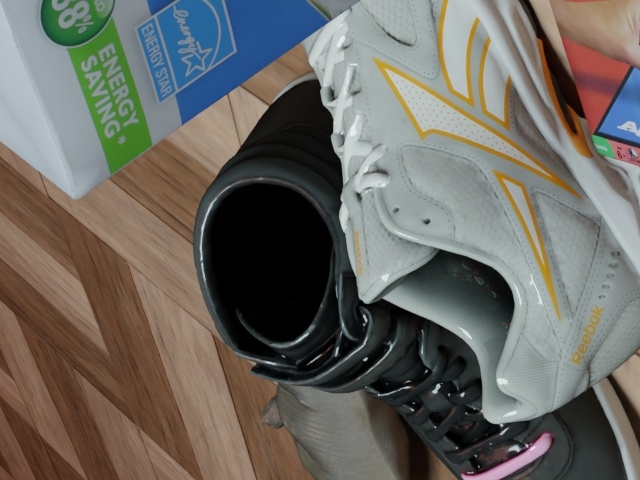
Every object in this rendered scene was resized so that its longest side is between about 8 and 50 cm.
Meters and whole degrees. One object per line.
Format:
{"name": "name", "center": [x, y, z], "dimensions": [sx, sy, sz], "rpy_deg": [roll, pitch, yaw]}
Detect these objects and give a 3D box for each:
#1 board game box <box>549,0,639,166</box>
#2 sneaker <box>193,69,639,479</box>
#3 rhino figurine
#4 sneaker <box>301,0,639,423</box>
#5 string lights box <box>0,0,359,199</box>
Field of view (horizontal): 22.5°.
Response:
{"name": "board game box", "center": [0.175, -0.061, 0.499], "dimensions": [0.281, 0.027, 0.145], "rpy_deg": [23, 143, 51]}
{"name": "sneaker", "center": [0.042, 0.063, 0.761], "dimensions": [0.104, 0.147, 0.295], "rpy_deg": [-34, 92, 32]}
{"name": "rhino figurine", "center": [0.015, 0.121, 1.029], "dimensions": [0.106, 0.073, 0.243], "rpy_deg": [31, 151, 48]}
{"name": "sneaker", "center": [0.040, -0.041, 0.668], "dimensions": [0.262, 0.121, 0.099], "rpy_deg": [49, 157, 8]}
{"name": "string lights box", "center": [0.004, -0.142, 0.401], "dimensions": [0.077, 0.260, 0.133], "rpy_deg": [36, 154, 36]}
